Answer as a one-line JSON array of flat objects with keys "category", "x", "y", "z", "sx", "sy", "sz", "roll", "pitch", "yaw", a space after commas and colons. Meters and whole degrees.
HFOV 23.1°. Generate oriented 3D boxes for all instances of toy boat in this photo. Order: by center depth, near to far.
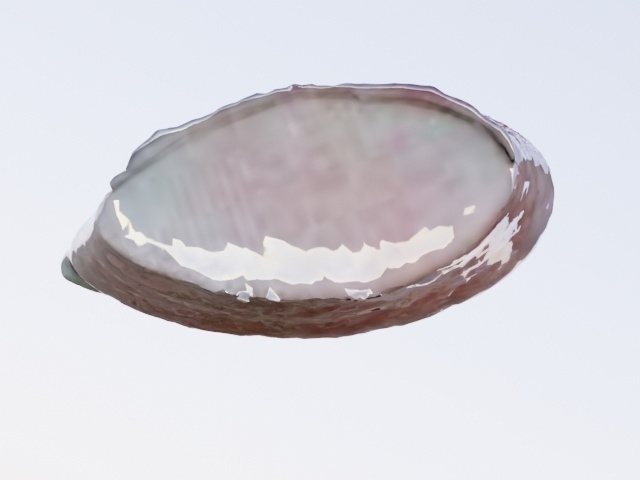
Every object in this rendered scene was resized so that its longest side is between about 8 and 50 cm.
[{"category": "toy boat", "x": 0.000, "y": 0.000, "z": 0.708, "sx": 0.206, "sy": 0.096, "sz": 0.282, "roll": -12, "pitch": -6, "yaw": 5}]
